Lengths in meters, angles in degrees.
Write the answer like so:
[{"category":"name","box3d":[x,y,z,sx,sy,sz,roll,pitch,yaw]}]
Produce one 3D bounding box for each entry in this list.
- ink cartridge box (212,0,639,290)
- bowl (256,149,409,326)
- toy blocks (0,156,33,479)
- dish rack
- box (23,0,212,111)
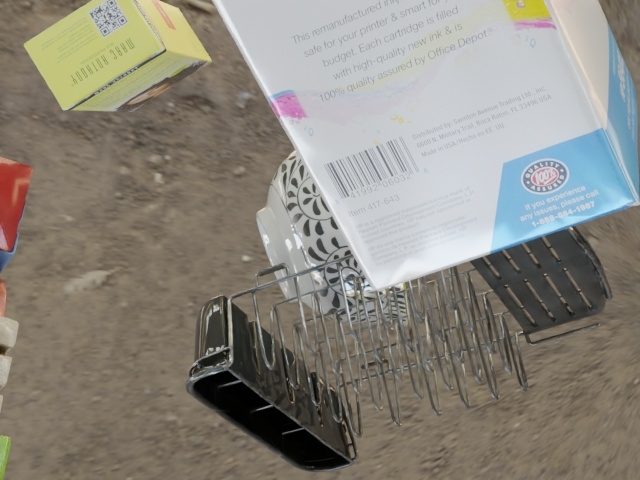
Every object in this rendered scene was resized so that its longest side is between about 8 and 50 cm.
[{"category":"ink cartridge box","box3d":[0.032,-0.075,0.446,0.092,0.090,0.143,-19,114,22]},{"category":"bowl","box3d":[0.000,0.000,1.080,0.080,0.170,0.170,-21,82,-6]},{"category":"toy blocks","box3d":[-0.228,0.100,0.690,0.191,0.261,0.381,16,65,-19]},{"category":"dish rack","box3d":[0.064,0.066,0.975,0.271,0.208,0.074,-19,58,18]},{"category":"box","box3d":[-0.146,-0.142,1.075,0.087,0.232,0.058,-31,92,7]}]
